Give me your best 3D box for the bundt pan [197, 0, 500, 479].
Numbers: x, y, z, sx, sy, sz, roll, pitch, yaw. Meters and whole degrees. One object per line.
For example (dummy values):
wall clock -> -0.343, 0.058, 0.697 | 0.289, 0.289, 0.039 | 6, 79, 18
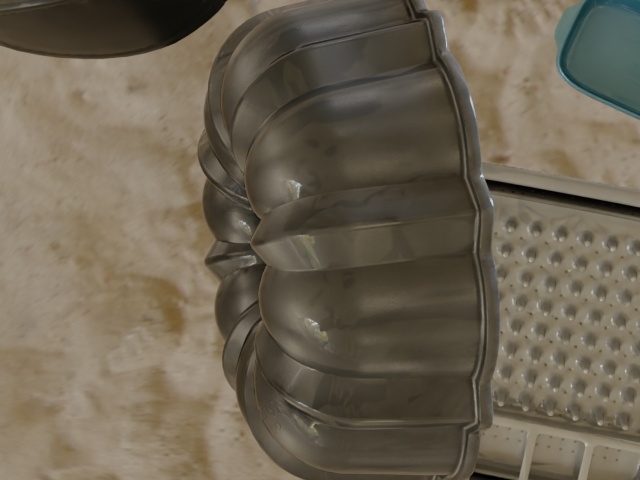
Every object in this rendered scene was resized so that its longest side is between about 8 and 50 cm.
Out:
bundt pan -> 0.000, 0.000, 0.993 | 0.124, 0.331, 0.331 | -5, 85, -12

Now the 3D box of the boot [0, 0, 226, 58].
boot -> -0.091, -0.237, 0.885 | 0.263, 0.091, 0.229 | -18, 73, 13

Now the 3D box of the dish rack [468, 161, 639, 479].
dish rack -> 0.219, 0.095, 1.506 | 0.285, 0.072, 0.333 | 11, 107, 4

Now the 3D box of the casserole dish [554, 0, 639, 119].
casserole dish -> 0.325, -0.180, 1.603 | 0.188, 0.037, 0.114 | 25, 87, 3
